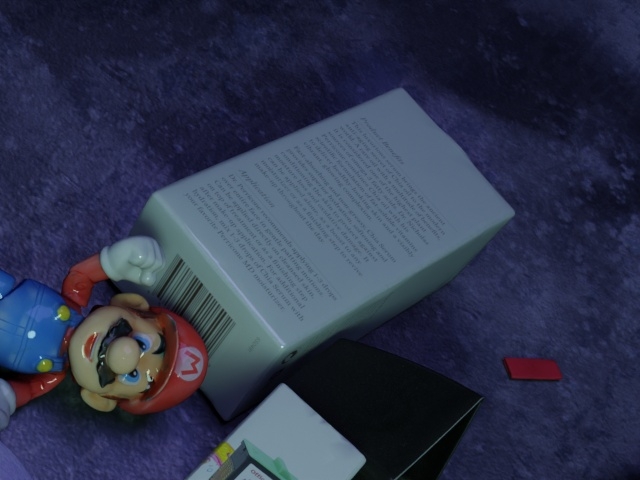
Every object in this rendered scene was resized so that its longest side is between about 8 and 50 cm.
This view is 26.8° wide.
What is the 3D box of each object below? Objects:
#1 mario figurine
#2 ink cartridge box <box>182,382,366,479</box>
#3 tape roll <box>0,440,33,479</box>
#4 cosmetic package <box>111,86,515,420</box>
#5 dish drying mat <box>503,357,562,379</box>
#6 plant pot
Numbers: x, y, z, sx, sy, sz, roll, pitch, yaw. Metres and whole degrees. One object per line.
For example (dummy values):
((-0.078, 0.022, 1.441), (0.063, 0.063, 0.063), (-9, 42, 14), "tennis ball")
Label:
((-0.263, 0.089, 1.334), (0.320, 0.198, 0.170), (17, 34, -15), "mario figurine")
((-0.107, 0.288, 1.249), (0.117, 0.201, 0.278), (43, 43, 5), "ink cartridge box")
((-0.357, 0.275, 1.096), (0.275, 0.090, 0.275), (11, 73, -40), "tape roll")
((0.000, 0.000, 1.594), (0.453, 0.161, 0.230), (-27, 71, -44), "cosmetic package")
((0.276, 0.167, 1.744), (0.083, 0.008, 0.032), (4, 51, -29), "dish drying mat")
((0.032, 0.218, 1.429), (0.167, 0.188, 0.187), (37, 42, 19), "plant pot")
